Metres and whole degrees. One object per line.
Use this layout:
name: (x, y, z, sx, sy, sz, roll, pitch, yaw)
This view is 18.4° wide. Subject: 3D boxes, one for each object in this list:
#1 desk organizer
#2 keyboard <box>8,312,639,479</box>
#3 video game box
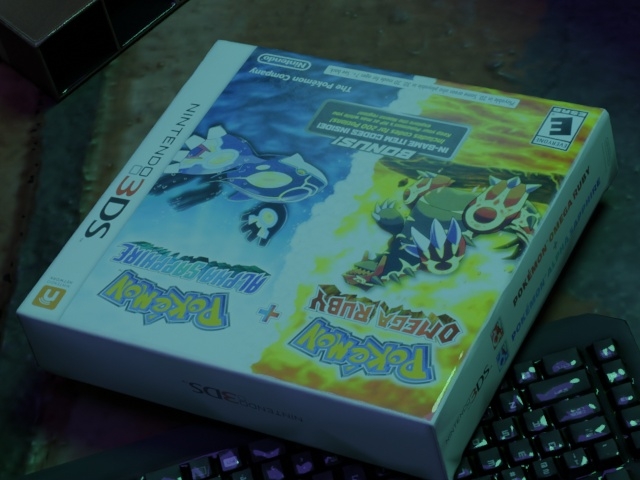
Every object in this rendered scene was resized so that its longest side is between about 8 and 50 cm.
desk organizer: (-0.108, -0.134, 1.012, 0.130, 0.047, 0.050, -41, 57, -19)
keyboard: (-0.004, 0.141, 0.780, 0.317, 0.033, 0.201, -17, 51, 0)
video game box: (0.000, 0.000, 0.865, 0.205, 0.048, 0.187, 12, 53, 27)
